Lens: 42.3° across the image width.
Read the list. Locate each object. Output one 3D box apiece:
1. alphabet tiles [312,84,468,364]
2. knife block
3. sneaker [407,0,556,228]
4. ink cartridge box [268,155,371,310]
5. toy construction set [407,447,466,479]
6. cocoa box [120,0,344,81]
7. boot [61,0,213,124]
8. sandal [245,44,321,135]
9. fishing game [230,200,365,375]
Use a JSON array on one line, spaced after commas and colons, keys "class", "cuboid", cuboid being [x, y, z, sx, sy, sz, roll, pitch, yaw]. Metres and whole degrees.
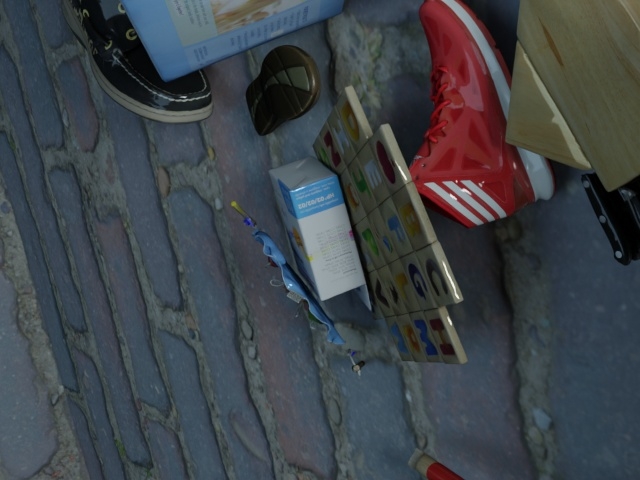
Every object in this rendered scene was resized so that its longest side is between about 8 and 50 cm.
[{"class": "alphabet tiles", "cuboid": [0.063, -0.002, 0.887, 0.342, 0.011, 0.285, 138, 110, -78]}, {"class": "knife block", "cuboid": [0.262, -0.110, 0.614, 0.242, 0.088, 0.275, 28, 127, 43]}, {"class": "sneaker", "cuboid": [0.114, -0.114, 0.763, 0.221, 0.128, 0.087, 64, -179, 11]}, {"class": "ink cartridge box", "cuboid": [0.000, 0.000, 1.000, 0.104, 0.062, 0.181, -132, 24, -65]}, {"class": "toy construction set", "cuboid": [0.112, 0.401, 0.987, 0.237, 0.258, 0.308, 19, 101, 63]}, {"class": "cocoa box", "cuboid": [-0.108, -0.329, 0.776, 0.347, 0.232, 0.227, 124, 124, -85]}, {"class": "boot", "cuboid": [-0.257, -0.369, 1.168, 0.377, 0.138, 0.284, 53, 142, 32]}, {"class": "sandal", "cuboid": [-0.038, -0.182, 1.025, 0.219, 0.060, 0.090, 153, 103, -70]}, {"class": "fishing game", "cuboid": [-0.034, 0.066, 1.050, 0.264, 0.041, 0.189, 52, 180, 7]}]
